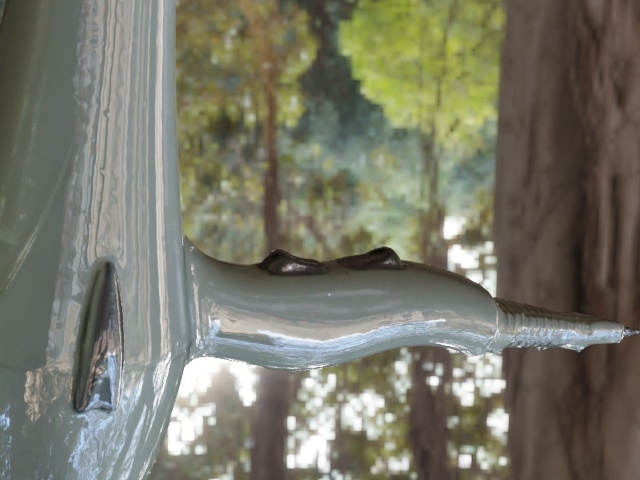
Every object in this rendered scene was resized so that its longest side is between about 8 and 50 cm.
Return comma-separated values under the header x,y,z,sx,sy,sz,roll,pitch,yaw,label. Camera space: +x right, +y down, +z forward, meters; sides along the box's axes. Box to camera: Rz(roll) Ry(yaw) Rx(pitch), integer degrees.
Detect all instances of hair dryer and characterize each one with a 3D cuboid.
x,y,z,sx,sy,sz,roll,pitch,yaw,label
-0.015,-0.029,0.502,0.267,0.229,0.092,-19,-153,-24,hair dryer
